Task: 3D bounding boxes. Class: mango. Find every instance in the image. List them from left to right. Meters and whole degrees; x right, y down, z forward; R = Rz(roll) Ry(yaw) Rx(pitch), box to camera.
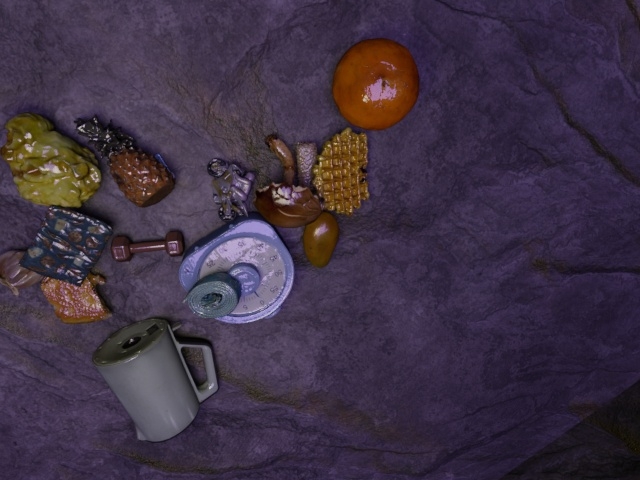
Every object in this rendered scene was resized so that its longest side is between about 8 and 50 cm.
[{"bbox_3d":[0.000,0.000,1.487,0.136,0.099,0.227,-3,116,-18],"label":"mango"}]

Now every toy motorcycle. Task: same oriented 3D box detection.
[{"bbox_3d":[-0.290,-0.179,1.356,0.152,0.073,0.225,-14,83,-5],"label":"toy motorcycle"}]

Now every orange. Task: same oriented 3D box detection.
[{"bbox_3d":[0.178,-0.502,1.303,0.284,0.226,0.283,-1,104,-6],"label":"orange"}]

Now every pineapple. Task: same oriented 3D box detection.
[{"bbox_3d":[-0.619,-0.265,1.253,0.169,0.169,0.340,-41,97,2],"label":"pineapple"}]

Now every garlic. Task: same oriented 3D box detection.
[{"bbox_3d":[-0.950,0.073,1.301,0.194,0.127,0.131,-53,132,-21],"label":"garlic"}]

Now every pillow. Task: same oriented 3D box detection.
[{"bbox_3d":[-0.789,0.021,1.252,0.189,0.034,0.255,29,106,-32],"label":"pillow"}]

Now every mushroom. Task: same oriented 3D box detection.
[{"bbox_3d":[-0.094,-0.187,1.333,0.233,0.208,0.301,12,95,-20],"label":"mushroom"}]

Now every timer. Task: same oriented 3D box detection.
[{"bbox_3d":[-0.267,0.125,1.424,0.395,0.173,0.394,-4,107,-12],"label":"timer"}]

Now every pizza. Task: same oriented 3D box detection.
[{"bbox_3d":[-0.832,0.148,1.360,0.189,0.071,0.296,-14,108,-7],"label":"pizza"}]

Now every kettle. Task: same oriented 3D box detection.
[{"bbox_3d":[-0.561,0.481,1.460,0.361,0.250,0.376,-30,116,-33],"label":"kettle"}]

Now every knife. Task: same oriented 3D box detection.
[{"bbox_3d":[-0.522,-0.247,1.341,0.027,0.010,0.096,-29,108,-2],"label":"knife"}]

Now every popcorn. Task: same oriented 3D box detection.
[{"bbox_3d":[-0.816,-0.217,1.202,0.225,0.173,0.286,-43,112,9],"label":"popcorn"}]

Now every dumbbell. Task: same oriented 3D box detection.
[{"bbox_3d":[-0.587,0.022,1.369,0.231,0.082,0.092,-5,106,-11],"label":"dumbbell"}]

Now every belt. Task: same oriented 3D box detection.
[{"bbox_3d":[-0.344,0.184,1.305,0.148,0.082,0.163,43,109,-12],"label":"belt"}]

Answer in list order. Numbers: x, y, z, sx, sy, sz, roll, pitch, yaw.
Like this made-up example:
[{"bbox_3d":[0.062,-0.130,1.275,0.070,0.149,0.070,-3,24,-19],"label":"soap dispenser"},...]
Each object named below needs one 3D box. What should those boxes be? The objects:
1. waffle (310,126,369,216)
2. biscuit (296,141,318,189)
[{"bbox_3d":[0.086,-0.234,1.419,0.283,0.065,0.309,38,84,-37],"label":"waffle"},{"bbox_3d":[-0.042,-0.262,1.410,0.082,0.070,0.168,-2,109,-3],"label":"biscuit"}]
